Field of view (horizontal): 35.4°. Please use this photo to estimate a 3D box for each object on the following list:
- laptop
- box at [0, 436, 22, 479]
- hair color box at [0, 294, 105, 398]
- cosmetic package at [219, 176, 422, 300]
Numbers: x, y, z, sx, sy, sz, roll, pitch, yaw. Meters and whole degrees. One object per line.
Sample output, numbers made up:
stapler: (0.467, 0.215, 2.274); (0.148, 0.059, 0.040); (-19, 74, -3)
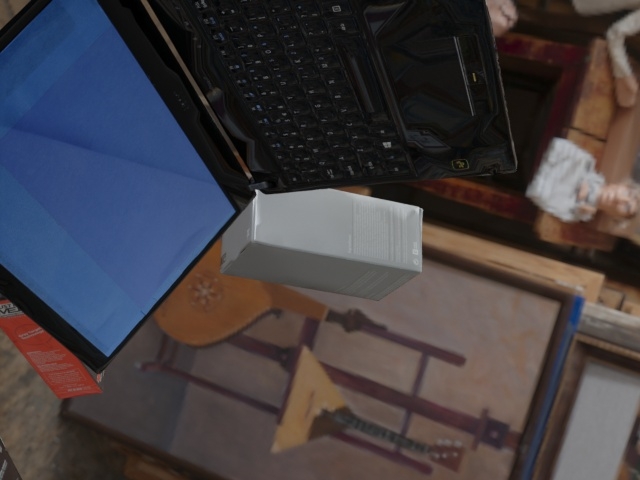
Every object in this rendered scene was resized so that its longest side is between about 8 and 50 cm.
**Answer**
laptop: (-0.040, -0.039, 0.527); (0.234, 0.264, 0.137); (61, 29, -57)
box: (-0.206, 0.102, 0.460); (0.051, 0.220, 0.175); (-23, 104, -3)
hair color box: (-0.218, 0.062, 0.817); (0.141, 0.043, 0.072); (70, 14, -49)
cosmetic package: (0.000, 0.000, 1.291); (0.238, 0.127, 0.107); (14, 64, -23)
